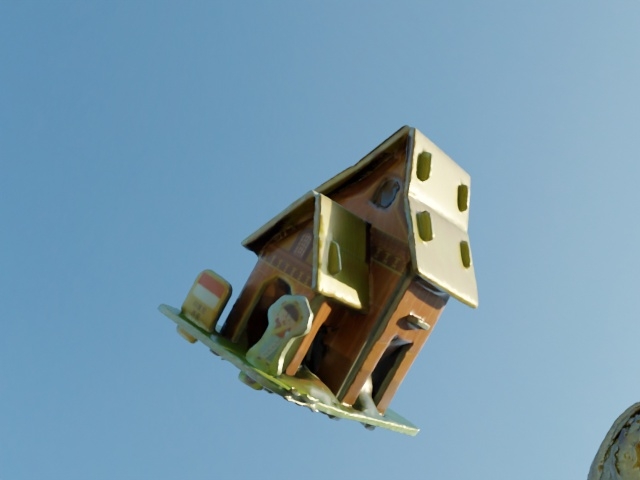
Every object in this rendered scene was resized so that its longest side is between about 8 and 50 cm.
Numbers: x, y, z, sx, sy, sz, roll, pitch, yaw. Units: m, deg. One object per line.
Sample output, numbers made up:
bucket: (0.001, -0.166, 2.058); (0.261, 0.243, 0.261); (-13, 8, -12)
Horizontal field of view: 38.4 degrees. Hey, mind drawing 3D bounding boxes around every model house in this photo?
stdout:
model house: (0.000, 0.000, 1.063); (0.300, 0.340, 0.323); (30, -91, -51)

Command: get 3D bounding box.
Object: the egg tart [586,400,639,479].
egg tart: (0.481, 0.299, 1.185); (0.291, 0.290, 0.107); (-26, -52, 4)
